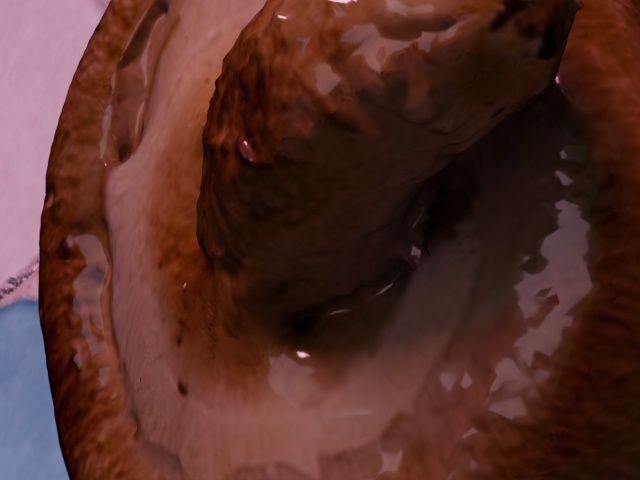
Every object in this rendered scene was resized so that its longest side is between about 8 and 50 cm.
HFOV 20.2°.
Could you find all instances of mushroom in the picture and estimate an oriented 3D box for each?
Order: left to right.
[{"bbox_3d":[0.017,0.007,0.730,0.345,0.239,0.345,-45,26,30],"label":"mushroom"}]
